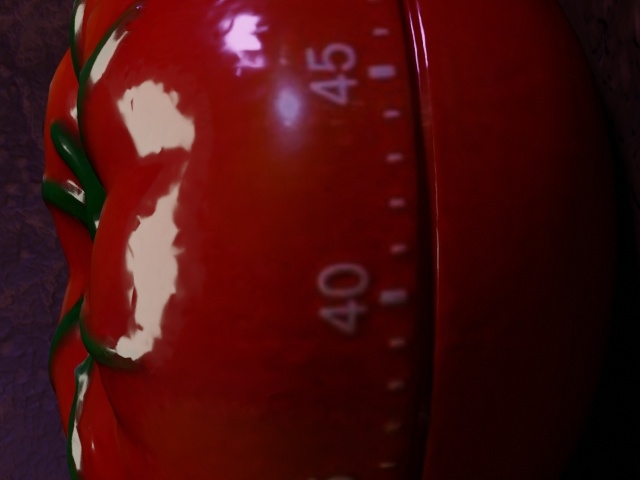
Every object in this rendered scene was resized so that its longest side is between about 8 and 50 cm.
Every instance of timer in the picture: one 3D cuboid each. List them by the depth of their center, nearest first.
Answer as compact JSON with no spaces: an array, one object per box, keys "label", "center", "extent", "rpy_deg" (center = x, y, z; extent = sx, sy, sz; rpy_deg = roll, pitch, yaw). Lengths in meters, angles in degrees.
[{"label":"timer","center":[0.000,0.000,0.993],"extent":[0.378,0.279,0.378],"rpy_deg":[-179,90,-79]}]
